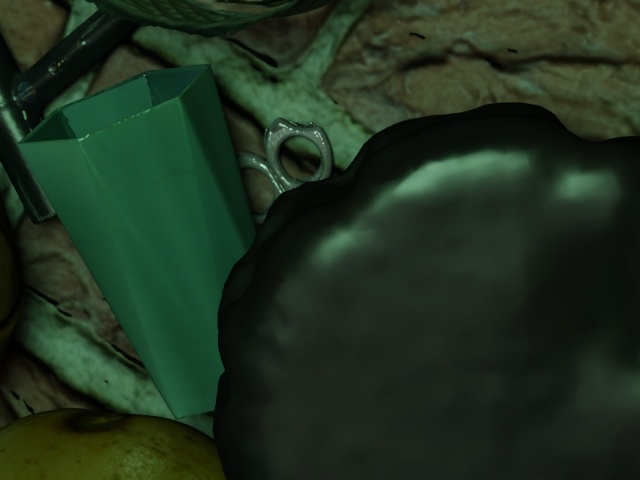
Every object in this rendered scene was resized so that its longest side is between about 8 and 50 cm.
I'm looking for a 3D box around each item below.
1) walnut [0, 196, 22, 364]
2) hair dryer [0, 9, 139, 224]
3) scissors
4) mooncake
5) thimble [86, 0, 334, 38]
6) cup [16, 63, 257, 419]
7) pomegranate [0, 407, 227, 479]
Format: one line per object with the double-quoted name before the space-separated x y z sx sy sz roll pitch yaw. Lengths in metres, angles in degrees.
"walnut" -0.325 0.046 1.320 0.203 0.203 0.298 36 123 7
"hair dryer" -0.175 -0.124 1.323 0.195 0.050 0.173 -23 98 18
"scissors" 0.000 0.000 1.310 0.100 0.015 0.189 -32 93 23
"mooncake" 0.103 0.095 1.176 0.350 0.212 0.381 4 100 -2
"thimble" -0.064 -0.273 1.181 0.271 0.150 0.271 2 99 15
"cup" -0.113 0.006 1.277 0.148 0.134 0.236 5 119 49
"pomegranate" -0.167 0.260 1.292 0.307 0.307 0.307 4 104 17
